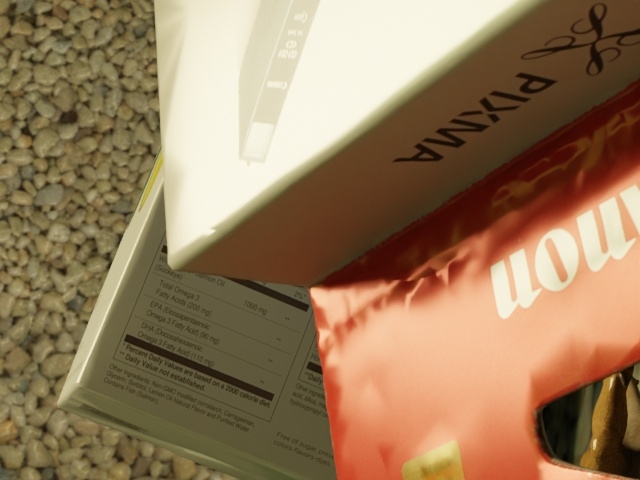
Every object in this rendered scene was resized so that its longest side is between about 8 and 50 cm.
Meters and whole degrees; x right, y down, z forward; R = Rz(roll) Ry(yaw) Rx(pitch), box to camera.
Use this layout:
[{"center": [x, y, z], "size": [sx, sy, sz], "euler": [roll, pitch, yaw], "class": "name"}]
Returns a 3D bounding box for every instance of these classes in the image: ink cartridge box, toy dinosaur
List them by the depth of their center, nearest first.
[{"center": [0.056, -0.045, 0.459], "size": [0.296, 0.066, 0.261], "euler": [-34, 55, 48], "class": "ink cartridge box"}, {"center": [0.112, 0.080, 0.597], "size": [0.211, 0.064, 0.112], "euler": [-86, 5, -51], "class": "toy dinosaur"}]

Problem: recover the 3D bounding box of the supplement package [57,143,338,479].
[{"center": [0.000, 0.000, 0.901], "size": [0.199, 0.198, 0.263], "euler": [145, 148, -76], "class": "supplement package"}]
